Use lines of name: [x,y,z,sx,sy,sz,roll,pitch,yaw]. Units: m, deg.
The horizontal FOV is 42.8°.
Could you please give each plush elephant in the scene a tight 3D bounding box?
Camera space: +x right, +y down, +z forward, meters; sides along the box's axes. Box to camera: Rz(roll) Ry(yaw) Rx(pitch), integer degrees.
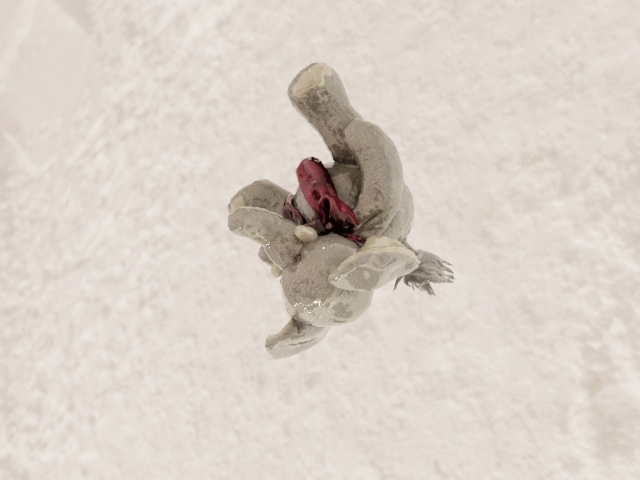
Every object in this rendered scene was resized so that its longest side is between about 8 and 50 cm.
plush elephant: [0.000,0.000,1.010,0.272,0.330,0.255,-49,-3,35]
